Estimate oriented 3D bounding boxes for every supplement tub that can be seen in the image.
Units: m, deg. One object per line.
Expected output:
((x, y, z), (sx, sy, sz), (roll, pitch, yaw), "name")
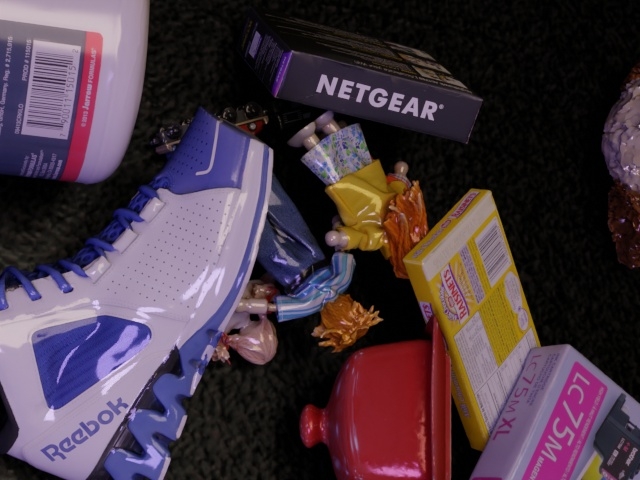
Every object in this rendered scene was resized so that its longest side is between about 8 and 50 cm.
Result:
((-0.271, -0.147, 1.061), (0.272, 0.191, 0.191), (6, 74, -16), "supplement tub")

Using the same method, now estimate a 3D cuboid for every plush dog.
((0.376, -0.077, 1.385), (0.225, 0.210, 0.262), (11, 68, 5), "plush dog")

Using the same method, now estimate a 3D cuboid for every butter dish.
((0.042, 0.150, 1.187), (0.118, 0.160, 0.160), (2, 71, 0), "butter dish")

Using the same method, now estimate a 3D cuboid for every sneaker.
((-0.163, 0.040, 1.081), (0.182, 0.127, 0.315), (21, 92, -14), "sneaker")

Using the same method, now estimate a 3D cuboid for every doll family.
((0.000, 0.000, 1.203), (0.263, 0.118, 0.163), (-38, 92, -26), "doll family")

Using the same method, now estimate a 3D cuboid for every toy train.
((-0.071, -0.095, 1.249), (0.158, 0.027, 0.036), (-18, 96, -29), "toy train")

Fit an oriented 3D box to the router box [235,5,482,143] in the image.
((0.031, -0.142, 1.251), (0.179, 0.133, 0.046), (11, 110, -22), "router box")

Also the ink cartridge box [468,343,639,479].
((0.266, 0.251, 1.279), (0.311, 0.065, 0.186), (40, 64, -23), "ink cartridge box")

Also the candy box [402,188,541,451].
((0.135, 0.069, 1.246), (0.105, 0.027, 0.206), (-43, 126, -32), "candy box")
